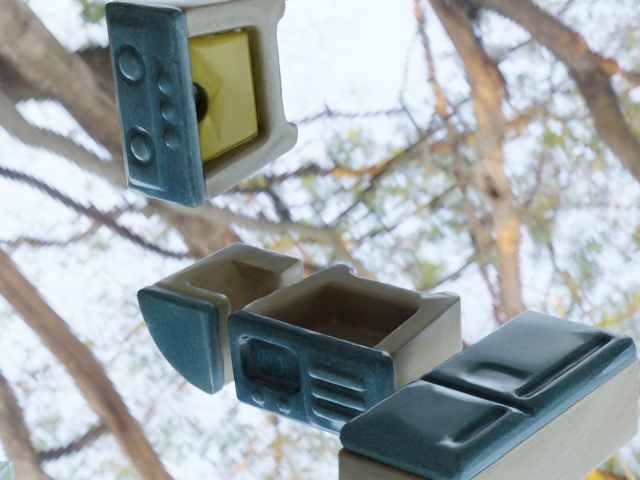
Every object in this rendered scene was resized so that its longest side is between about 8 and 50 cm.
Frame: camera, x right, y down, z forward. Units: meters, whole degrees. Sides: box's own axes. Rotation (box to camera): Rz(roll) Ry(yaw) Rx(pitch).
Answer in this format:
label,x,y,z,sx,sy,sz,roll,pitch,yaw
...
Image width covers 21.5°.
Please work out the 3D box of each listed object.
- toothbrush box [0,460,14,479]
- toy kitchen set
label,x,y,z,sx,sy,sz,roll,pitch,yaw
toothbrush box,-0.216,0.230,0.716,0.122,0.206,0.283,4,-168,-2
toy kitchen set,0.000,0.000,0.635,0.207,0.166,0.122,13,-152,38
